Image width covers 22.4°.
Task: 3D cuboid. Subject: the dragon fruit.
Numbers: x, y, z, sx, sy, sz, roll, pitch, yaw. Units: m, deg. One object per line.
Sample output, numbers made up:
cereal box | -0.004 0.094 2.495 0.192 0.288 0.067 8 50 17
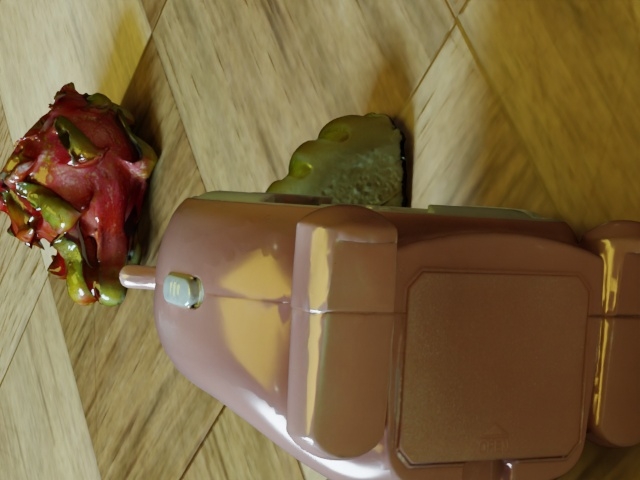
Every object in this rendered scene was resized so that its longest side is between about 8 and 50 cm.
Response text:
dragon fruit | -0.206 -0.035 1.370 0.133 0.150 0.207 85 167 -68

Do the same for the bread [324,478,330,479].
bread | 0.061 0.263 0.829 0.316 0.054 0.316 55 161 30

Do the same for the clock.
clock | 0.023 0.044 0.839 0.241 0.227 0.142 13 99 55

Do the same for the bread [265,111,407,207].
bread | 0.000 0.000 1.029 0.083 0.094 0.157 11 107 56
